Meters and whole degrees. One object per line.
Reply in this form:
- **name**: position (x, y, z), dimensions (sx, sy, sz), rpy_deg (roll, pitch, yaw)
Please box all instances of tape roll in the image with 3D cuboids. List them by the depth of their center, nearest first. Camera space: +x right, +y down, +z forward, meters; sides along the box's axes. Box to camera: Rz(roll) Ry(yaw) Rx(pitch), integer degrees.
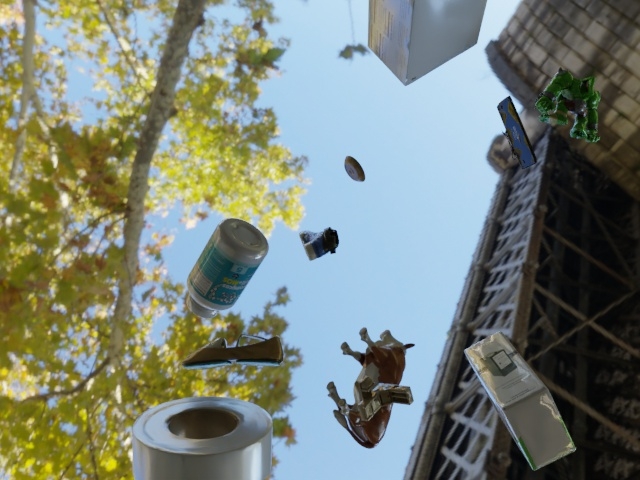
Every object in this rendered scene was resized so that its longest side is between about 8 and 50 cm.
- **tape roll**: position (-0.241, 0.418, 1.310), dimensions (0.286, 0.100, 0.286), rpy_deg (2, -171, 0)

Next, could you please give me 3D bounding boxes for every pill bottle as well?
- **pill bottle**: position (-0.252, 0.081, 1.656), dimensions (0.146, 0.264, 0.146), rpy_deg (26, -151, -16)

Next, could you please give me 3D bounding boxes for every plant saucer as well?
- **plant saucer**: position (0.089, -0.190, 1.733), dimensions (0.015, 0.083, 0.083), rpy_deg (-36, -110, -20)

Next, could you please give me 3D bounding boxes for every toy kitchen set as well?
- **toy kitchen set**: position (0.120, 0.297, 1.228), dimensions (0.083, 0.075, 0.068), rpy_deg (-32, -69, -46)

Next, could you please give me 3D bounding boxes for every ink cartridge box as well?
- **ink cartridge box**: position (0.471, 0.375, 1.538), dimensions (0.198, 0.114, 0.273), rpy_deg (60, -176, -19)

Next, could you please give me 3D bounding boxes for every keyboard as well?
- **keyboard**: position (0.527, -0.288, 1.705), dimensions (0.038, 0.100, 0.192), rpy_deg (-20, -92, -14)

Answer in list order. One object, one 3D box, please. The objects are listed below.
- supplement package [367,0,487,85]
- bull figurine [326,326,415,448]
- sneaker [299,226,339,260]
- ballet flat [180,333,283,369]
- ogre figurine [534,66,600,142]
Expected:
- **supplement package**: position (0.219, -0.486, 1.300), dimensions (0.204, 0.262, 0.145), rpy_deg (-32, -112, -11)
- **bull figurine**: position (0.122, 0.321, 1.502), dimensions (0.188, 0.101, 0.311), rpy_deg (39, -131, -27)
- **sneaker**: position (0.000, 0.001, 1.480), dimensions (0.152, 0.084, 0.058), rpy_deg (-124, 13, -77)
- **ballet flat**: position (-0.198, 0.251, 1.445), dimensions (0.232, 0.080, 0.073), rpy_deg (-2, -110, 1)
- **ogre figurine**: position (0.575, -0.309, 1.455), dimensions (0.197, 0.118, 0.097), rpy_deg (20, 174, -7)
